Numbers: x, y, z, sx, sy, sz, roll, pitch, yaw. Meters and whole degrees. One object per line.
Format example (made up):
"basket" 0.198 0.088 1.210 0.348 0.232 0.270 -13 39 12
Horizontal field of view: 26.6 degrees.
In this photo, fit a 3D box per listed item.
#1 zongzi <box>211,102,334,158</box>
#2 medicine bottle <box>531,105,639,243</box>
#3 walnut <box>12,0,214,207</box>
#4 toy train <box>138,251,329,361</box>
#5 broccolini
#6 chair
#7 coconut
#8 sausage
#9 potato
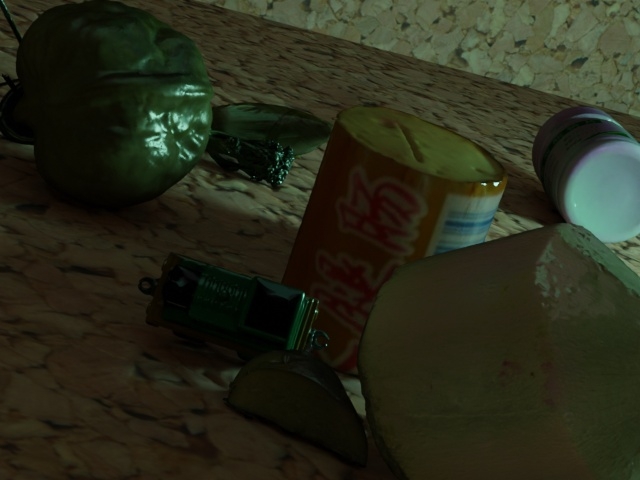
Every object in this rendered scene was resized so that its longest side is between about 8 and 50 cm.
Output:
"zongzi" -0.085 -0.192 2.345 0.195 0.099 0.197 4 -3 -35
"medicine bottle" 0.556 -0.139 2.746 0.212 0.212 0.325 17 18 -7
"walnut" -0.293 -0.194 1.914 0.253 0.282 0.277 21 15 30
"toy train" -0.097 0.076 1.531 0.228 0.091 0.136 19 -15 -1
"broccolini" -0.237 -0.176 2.270 0.392 0.074 0.078 14 61 -2
"chair" -0.422 -0.214 2.092 0.160 0.170 0.325 23 -26 26
"coconut" 0.225 0.134 1.397 0.310 0.297 0.297 -10 4 27
"sausage" 0.084 0.006 1.696 0.233 0.287 0.233 16 22 -7
"potato" -0.004 0.161 1.458 0.172 0.089 0.101 23 15 16
